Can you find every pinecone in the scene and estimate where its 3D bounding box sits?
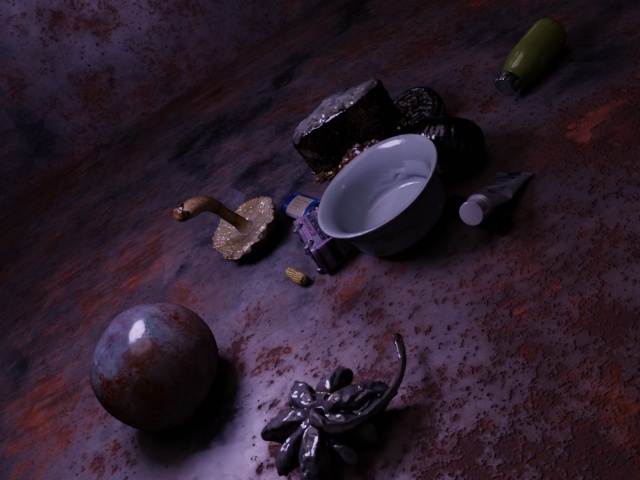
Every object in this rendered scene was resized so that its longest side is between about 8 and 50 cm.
[{"bbox_3d":[0.141,-0.213,1.885,0.173,0.174,0.174,-23,35,18],"label":"pinecone"}]

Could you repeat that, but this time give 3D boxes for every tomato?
[{"bbox_3d":[-0.402,0.305,1.631,0.316,0.282,0.317,-25,45,27],"label":"tomato"}]

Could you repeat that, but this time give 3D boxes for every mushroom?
[{"bbox_3d":[-0.250,-0.068,1.955,0.208,0.302,0.233,28,80,19],"label":"mushroom"}]

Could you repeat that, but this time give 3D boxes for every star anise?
[{"bbox_3d":[0.012,0.342,1.331,0.315,0.139,0.359,-11,40,22],"label":"star anise"}]

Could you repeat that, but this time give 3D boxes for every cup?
[{"bbox_3d":[0.177,-0.090,1.682,0.347,0.163,0.347,-28,33,21],"label":"cup"}]

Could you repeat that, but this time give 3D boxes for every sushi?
[{"bbox_3d":[0.085,-0.348,2.037,0.348,0.207,0.234,-27,22,31],"label":"sushi"}]

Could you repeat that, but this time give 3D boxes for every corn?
[{"bbox_3d":[-0.064,0.096,1.792,0.037,0.037,0.092,-44,36,-13],"label":"corn"}]

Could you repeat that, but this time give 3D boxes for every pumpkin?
[{"bbox_3d":[0.331,-0.257,1.757,0.202,0.202,0.140,7,96,46],"label":"pumpkin"}]

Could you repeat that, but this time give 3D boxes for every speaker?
[{"bbox_3d":[0.377,-0.064,1.598,0.046,0.040,0.191,-43,34,-12],"label":"speaker"}]

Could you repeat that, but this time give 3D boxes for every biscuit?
[{"bbox_3d":[0.288,-0.388,2.033,0.194,0.053,0.195,-19,53,26],"label":"biscuit"}]

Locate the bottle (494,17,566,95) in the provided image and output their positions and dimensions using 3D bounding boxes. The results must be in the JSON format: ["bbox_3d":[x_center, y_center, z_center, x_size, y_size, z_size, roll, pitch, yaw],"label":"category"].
[{"bbox_3d":[0.594,-0.518,1.902,0.260,0.112,0.112,-48,35,-18],"label":"bottle"}]

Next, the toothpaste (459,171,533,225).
[{"bbox_3d":[0.411,-0.112,1.568,0.096,0.061,0.266,5,28,38],"label":"toothpaste"}]

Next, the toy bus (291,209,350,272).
[{"bbox_3d":[0.000,0.000,1.805,0.108,0.096,0.199,-31,30,-2],"label":"toy bus"}]

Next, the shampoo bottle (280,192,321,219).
[{"bbox_3d":[-0.042,-0.096,1.998,0.087,0.050,0.183,-44,34,-18],"label":"shampoo bottle"}]
